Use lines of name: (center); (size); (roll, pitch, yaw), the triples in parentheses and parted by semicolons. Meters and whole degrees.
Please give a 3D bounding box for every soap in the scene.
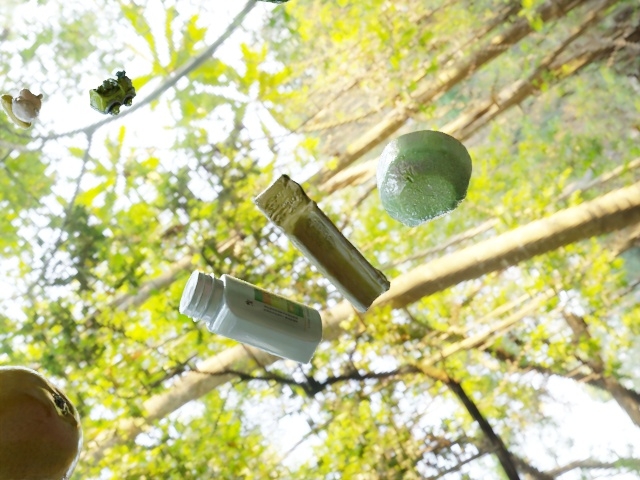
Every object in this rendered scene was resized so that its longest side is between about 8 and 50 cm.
soap: (0.000, 0.000, 1.522); (0.257, 0.080, 0.160); (46, 178, -9)

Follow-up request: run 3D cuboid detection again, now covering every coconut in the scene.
coconut: (0.229, -0.139, 1.995); (0.205, 0.235, 0.236); (19, -151, -5)

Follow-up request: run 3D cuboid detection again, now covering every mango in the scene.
mango: (-0.539, 0.358, 1.417); (0.264, 0.378, 0.221); (24, -149, -48)

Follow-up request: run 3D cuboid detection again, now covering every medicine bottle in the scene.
medicine bottle: (-0.162, 0.174, 2.088); (0.324, 0.124, 0.179); (21, -157, -17)

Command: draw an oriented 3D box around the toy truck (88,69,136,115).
toy truck: (-0.467, -0.337, 1.997); (0.076, 0.077, 0.111); (29, -128, 25)

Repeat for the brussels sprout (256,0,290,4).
brussels sprout: (-0.114, -0.545, 1.528); (0.294, 0.259, 0.227); (25, 157, 7)

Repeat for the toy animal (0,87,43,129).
toy animal: (-0.674, -0.314, 2.025); (0.091, 0.114, 0.082); (45, -117, -15)
